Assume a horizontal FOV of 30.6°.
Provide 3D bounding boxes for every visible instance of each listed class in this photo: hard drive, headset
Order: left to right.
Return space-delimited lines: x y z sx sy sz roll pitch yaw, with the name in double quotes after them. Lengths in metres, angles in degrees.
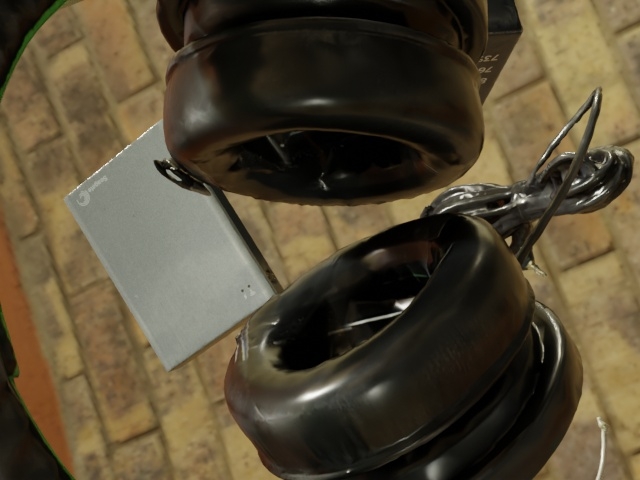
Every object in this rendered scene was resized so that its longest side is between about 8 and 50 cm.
-0.095 0.003 0.750 0.135 0.094 0.022 58 -159 8 "hard drive"
0.000 0.000 0.476 0.394 0.185 0.244 -14 -91 -44 "headset"

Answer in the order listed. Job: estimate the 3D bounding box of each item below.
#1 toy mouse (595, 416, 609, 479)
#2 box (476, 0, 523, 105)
0.145 0.154 0.547 0.031 0.160 0.143 75 -175 -58 "toy mouse"
0.053 -0.150 0.948 0.207 0.153 0.108 114 147 -64 "box"
